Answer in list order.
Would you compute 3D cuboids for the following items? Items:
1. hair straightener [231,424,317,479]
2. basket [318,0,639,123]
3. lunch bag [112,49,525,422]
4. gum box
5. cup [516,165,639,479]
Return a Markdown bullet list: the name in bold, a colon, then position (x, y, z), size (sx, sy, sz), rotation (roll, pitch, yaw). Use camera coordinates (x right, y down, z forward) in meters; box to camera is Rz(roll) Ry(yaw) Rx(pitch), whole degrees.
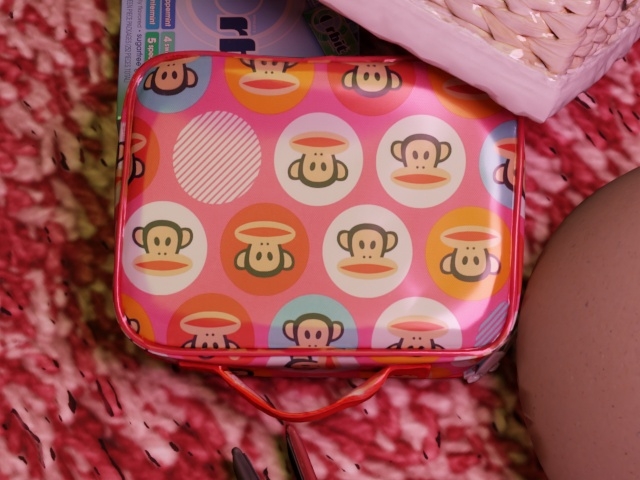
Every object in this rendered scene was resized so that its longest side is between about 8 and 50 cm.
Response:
- **hair straightener**: position (-0.018, 0.243, 1.303), size (0.089, 0.047, 0.230), rotation (-19, 71, -9)
- **basket**: position (0.119, -0.308, 1.364), size (0.331, 0.266, 0.328), rotation (30, 32, 12)
- **lunch bag**: position (0.000, 0.000, 1.357), size (0.293, 0.120, 0.258), rotation (3, 80, 1)
- **gum box**: position (-0.062, -0.152, 1.483), size (0.184, 0.041, 0.157), rotation (0, 65, -1)
- **cup**: position (0.322, 0.063, 1.232), size (0.331, 0.237, 0.331), rotation (5, 71, -15)
